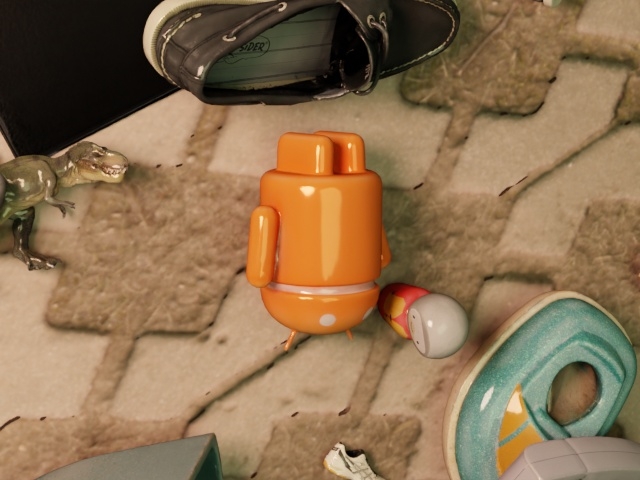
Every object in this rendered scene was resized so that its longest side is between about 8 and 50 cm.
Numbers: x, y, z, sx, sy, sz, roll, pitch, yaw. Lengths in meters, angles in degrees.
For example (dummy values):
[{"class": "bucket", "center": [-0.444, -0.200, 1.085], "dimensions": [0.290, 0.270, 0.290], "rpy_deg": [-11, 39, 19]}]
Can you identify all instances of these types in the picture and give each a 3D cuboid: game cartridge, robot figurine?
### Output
[{"class": "game cartridge", "center": [0.279, 0.301, 1.261], "dimensions": [0.294, 0.060, 0.196], "rpy_deg": [14, 124, -42]}, {"class": "robot figurine", "center": [0.002, 0.000, 1.160], "dimensions": [0.128, 0.158, 0.220], "rpy_deg": [3, 99, 10]}]

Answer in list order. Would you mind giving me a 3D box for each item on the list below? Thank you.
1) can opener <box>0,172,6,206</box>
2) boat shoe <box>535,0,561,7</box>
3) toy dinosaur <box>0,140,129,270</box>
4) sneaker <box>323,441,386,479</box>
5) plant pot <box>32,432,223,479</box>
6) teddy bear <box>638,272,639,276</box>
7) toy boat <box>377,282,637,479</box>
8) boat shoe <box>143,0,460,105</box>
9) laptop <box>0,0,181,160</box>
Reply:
[{"class": "can opener", "center": [-0.425, -0.062, 1.016], "dimensions": [0.280, 0.074, 0.093], "rpy_deg": [14, 123, -7]}, {"class": "boat shoe", "center": [0.229, -0.410, 1.204], "dimensions": [0.099, 0.116, 0.320], "rpy_deg": [8, 108, 23]}, {"class": "toy dinosaur", "center": [-0.312, -0.022, 1.088], "dimensions": [0.268, 0.064, 0.118], "rpy_deg": [-10, 101, -11]}, {"class": "sneaker", "center": [0.045, 0.252, 1.267], "dimensions": [0.083, 0.032, 0.037], "rpy_deg": [30, 89, -21]}, {"class": "plant pot", "center": [-0.227, 0.347, 1.083], "dimensions": [0.252, 0.247, 0.248], "rpy_deg": [-5, 102, 8]}, {"class": "teddy bear", "center": [0.509, -0.049, 1.349], "dimensions": [0.245, 0.113, 0.338], "rpy_deg": [14, 102, -13]}, {"class": "toy boat", "center": [0.198, 0.152, 1.240], "dimensions": [0.318, 0.148, 0.267], "rpy_deg": [36, 87, -21]}, {"class": "boat shoe", "center": [0.007, -0.187, 1.106], "dimensions": [0.340, 0.113, 0.127], "rpy_deg": [-5, 127, -29]}, {"class": "laptop", "center": [-0.212, -0.349, 1.045], "dimensions": [0.381, 0.236, 0.408], "rpy_deg": [-30, 89, -13]}]
